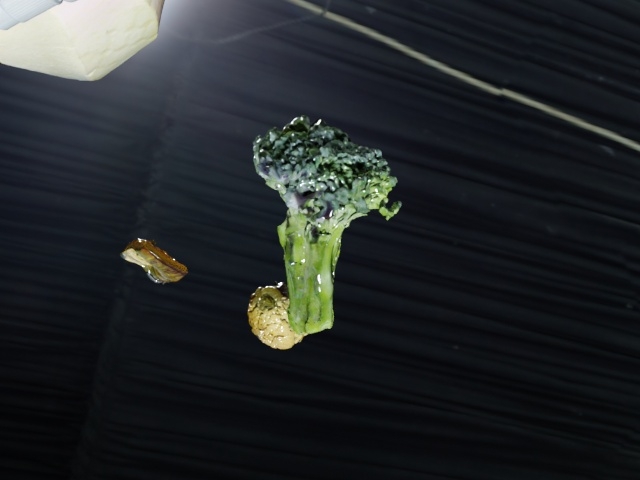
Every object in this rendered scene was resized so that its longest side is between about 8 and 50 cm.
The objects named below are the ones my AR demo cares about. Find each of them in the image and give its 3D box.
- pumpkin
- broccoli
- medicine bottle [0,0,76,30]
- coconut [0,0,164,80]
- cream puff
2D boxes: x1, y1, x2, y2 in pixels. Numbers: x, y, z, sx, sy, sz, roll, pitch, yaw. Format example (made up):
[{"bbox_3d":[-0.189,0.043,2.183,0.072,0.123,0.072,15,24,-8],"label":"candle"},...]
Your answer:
[{"bbox_3d":[-0.210,0.024,1.030,0.101,0.073,0.035,-7,45,55],"label":"pumpkin"},{"bbox_3d":[-0.007,0.001,0.993,0.145,0.165,0.304,-38,-36,-40],"label":"broccoli"},{"bbox_3d":[-0.214,-0.242,0.692,0.221,0.061,0.092,-25,23,11],"label":"medicine bottle"},{"bbox_3d":[-0.325,-0.319,0.995,0.259,0.259,0.259,-166,90,-74],"label":"coconut"},{"bbox_3d":[-0.078,0.139,1.456,0.133,0.104,0.119,-133,23,-81],"label":"cream puff"}]
